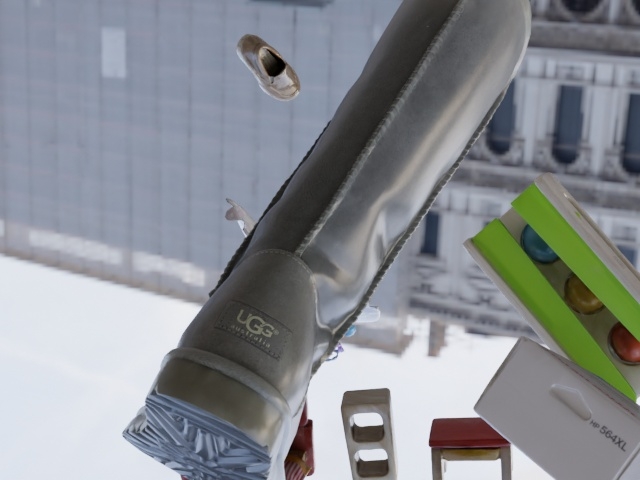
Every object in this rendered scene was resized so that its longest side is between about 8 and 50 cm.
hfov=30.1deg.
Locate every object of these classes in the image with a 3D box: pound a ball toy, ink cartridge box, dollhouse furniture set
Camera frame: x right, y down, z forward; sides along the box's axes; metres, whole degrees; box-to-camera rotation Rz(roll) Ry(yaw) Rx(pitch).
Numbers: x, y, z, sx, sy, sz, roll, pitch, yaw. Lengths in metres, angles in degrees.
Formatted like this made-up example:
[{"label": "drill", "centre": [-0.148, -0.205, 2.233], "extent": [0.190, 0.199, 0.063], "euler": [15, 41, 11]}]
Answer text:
[{"label": "pound a ball toy", "centre": [0.351, 0.055, 1.377], "extent": [0.319, 0.208, 0.135], "euler": [50, -163, 9]}, {"label": "ink cartridge box", "centre": [0.251, 0.177, 1.077], "extent": [0.148, 0.086, 0.203], "euler": [38, -173, 37]}, {"label": "dollhouse furniture set", "centre": [0.039, 0.257, 1.417], "extent": [0.374, 0.152, 0.201], "euler": [-4, -160, 11]}]

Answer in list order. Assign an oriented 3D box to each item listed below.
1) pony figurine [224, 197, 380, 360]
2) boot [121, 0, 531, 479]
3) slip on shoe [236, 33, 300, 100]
[{"label": "pony figurine", "centre": [-0.056, 0.111, 1.960], "extent": [0.302, 0.363, 0.351], "euler": [38, 179, 18]}, {"label": "boot", "centre": [0.002, 0.001, 0.493], "extent": [0.076, 0.209, 0.190], "euler": [28, 157, -5]}, {"label": "slip on shoe", "centre": [-0.063, -0.234, 1.633], "extent": [0.041, 0.051, 0.135], "euler": [25, 165, 40]}]
